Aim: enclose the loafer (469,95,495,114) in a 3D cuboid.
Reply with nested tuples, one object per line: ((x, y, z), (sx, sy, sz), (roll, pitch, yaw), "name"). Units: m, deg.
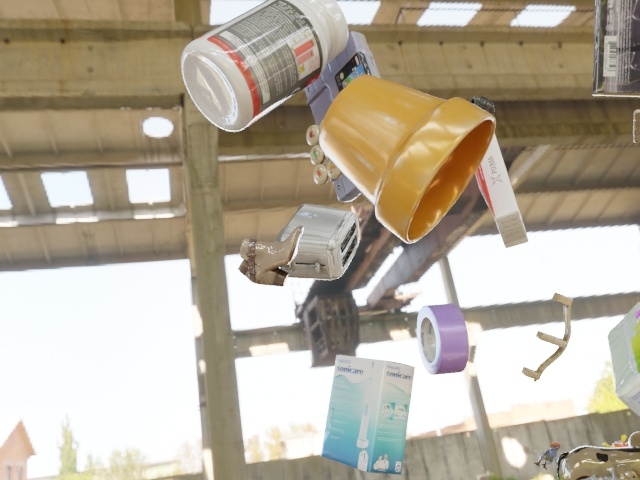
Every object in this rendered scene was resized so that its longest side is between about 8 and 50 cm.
((0.390, -0.304, 1.701), (0.078, 0.076, 0.223), (12, -49, -26), "loafer")

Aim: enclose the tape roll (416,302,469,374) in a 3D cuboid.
((0.329, 0.267, 1.665), (0.080, 0.189, 0.189), (-3, -22, -9), "tape roll")

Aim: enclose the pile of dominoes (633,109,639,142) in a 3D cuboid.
((0.857, -0.301, 1.469), (0.195, 0.040, 0.251), (-4, -10, 26), "pile of dominoes")

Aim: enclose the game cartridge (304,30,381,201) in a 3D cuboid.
((0.075, -0.303, 1.508), (0.068, 0.355, 0.230), (-4, -22, -34), "game cartridge")

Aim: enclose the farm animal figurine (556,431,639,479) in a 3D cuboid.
((0.572, 0.400, 1.058), (0.326, 0.172, 0.330), (-9, -18, 12), "farm animal figurine")

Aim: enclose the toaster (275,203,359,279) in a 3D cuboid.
((0.000, 0.000, 1.443), (0.146, 0.227, 0.129), (8, -55, 20), "toaster")

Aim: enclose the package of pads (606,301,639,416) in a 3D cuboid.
((0.561, 0.231, 0.927), (0.101, 0.229, 0.296), (-55, -13, 22), "package of pads")

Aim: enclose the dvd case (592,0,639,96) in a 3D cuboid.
((0.392, -0.226, 0.621), (0.221, 0.165, 0.018), (3, -2, 4), "dvd case")

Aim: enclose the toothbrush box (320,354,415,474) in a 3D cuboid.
((0.132, 0.483, 1.729), (0.126, 0.296, 0.216), (17, -15, -35), "toothbrush box")

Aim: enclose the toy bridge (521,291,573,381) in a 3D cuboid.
((0.474, 0.204, 1.256), (0.063, 0.188, 0.026), (19, 6, -9), "toy bridge")

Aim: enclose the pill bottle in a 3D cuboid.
((-0.114, -0.418, 1.381), (0.363, 0.210, 0.210), (-41, -6, -29), "pill bottle")

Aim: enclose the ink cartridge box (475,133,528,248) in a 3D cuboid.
((0.428, -0.170, 1.525), (0.066, 0.297, 0.261), (-19, -41, 19), "ink cartridge box")

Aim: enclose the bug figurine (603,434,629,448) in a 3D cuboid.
((0.768, 0.570, 1.395), (0.072, 0.217, 0.279), (11, -11, -29), "bug figurine")

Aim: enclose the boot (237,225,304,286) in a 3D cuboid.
((-0.083, 0.017, 0.970), (0.086, 0.119, 0.042), (23, 12, 12), "boot")

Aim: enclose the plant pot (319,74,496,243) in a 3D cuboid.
((0.108, -0.132, 0.865), (0.205, 0.188, 0.205), (-45, -21, -23), "plant pot")

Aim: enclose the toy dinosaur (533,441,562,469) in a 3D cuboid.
((0.542, 0.506, 1.462), (0.047, 0.082, 0.090), (27, 15, 1), "toy dinosaur")

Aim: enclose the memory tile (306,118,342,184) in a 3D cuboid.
((0.029, -0.165, 1.062), (0.012, 0.113, 0.148), (-3, -10, -42), "memory tile")
